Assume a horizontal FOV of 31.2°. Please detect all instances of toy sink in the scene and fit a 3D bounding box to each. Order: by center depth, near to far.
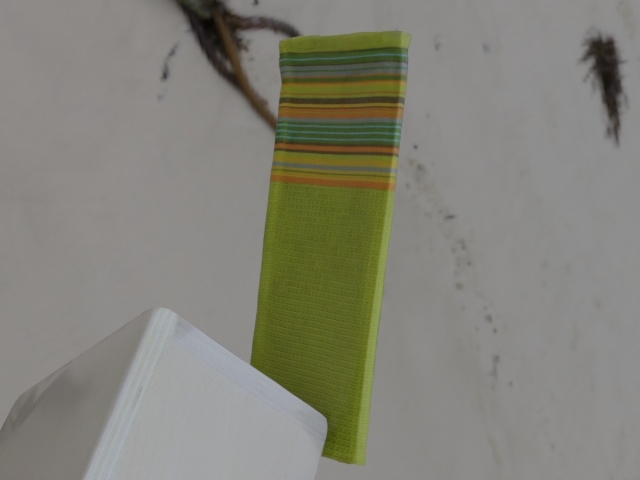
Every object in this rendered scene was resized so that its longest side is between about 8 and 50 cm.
[{"bbox_3d":[-0.107,0.179,0.568,0.131,0.152,0.234,38,44,-22],"label":"toy sink"}]

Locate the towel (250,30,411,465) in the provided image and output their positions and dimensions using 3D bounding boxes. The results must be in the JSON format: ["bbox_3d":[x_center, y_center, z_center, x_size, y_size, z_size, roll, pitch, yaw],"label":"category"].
[{"bbox_3d":[0.000,0.000,0.647,0.021,0.102,0.237,8,87,-40],"label":"towel"}]
